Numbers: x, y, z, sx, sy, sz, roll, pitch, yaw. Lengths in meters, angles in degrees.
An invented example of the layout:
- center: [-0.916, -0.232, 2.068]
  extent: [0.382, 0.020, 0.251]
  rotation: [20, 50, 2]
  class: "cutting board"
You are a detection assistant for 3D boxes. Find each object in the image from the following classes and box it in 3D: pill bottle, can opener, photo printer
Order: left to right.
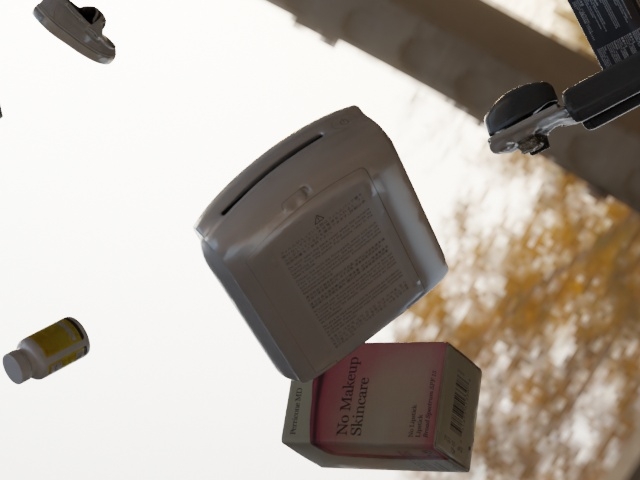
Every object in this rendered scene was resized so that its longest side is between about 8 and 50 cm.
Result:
- center: [-0.389, 0.158, 2.353]
  extent: [0.065, 0.065, 0.116]
  rotation: [39, -134, 27]
  class: "pill bottle"
- center: [0.000, 0.000, 1.933]
  extent: [0.107, 0.256, 0.307]
  rotation: [47, 172, 39]
  class: "photo printer"
- center: [0.318, -0.178, 2.002]
  extent: [0.074, 0.280, 0.093]
  rotation: [16, -125, -59]
  class: "can opener"

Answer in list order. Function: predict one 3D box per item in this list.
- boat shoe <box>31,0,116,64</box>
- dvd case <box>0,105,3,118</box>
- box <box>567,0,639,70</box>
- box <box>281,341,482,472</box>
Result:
- center: [-0.344, -0.313, 2.412]
  extent: [0.066, 0.063, 0.184]
  rotation: [52, -169, 34]
  class: "boat shoe"
- center: [-0.462, -0.194, 2.207]
  extent: [0.013, 0.087, 0.119]
  rotation: [14, -127, -49]
  class: "dvd case"
- center: [0.408, -0.412, 2.298]
  extent: [0.318, 0.097, 0.395]
  rotation: [-30, -87, -54]
  class: "box"
- center: [0.083, 0.223, 2.243]
  extent: [0.232, 0.149, 0.127]
  rotation: [-3, 157, 29]
  class: "box"
